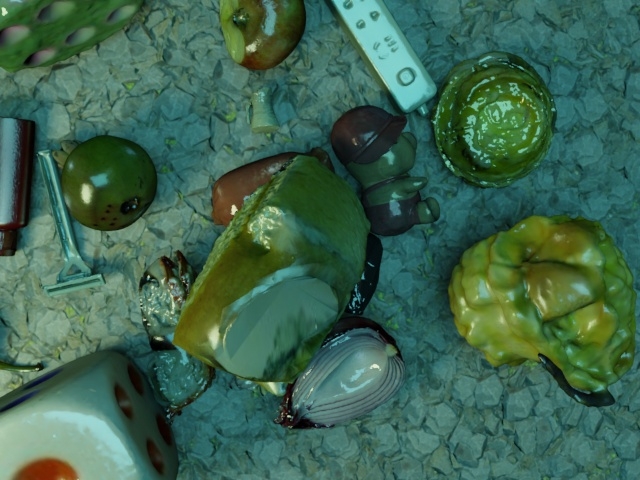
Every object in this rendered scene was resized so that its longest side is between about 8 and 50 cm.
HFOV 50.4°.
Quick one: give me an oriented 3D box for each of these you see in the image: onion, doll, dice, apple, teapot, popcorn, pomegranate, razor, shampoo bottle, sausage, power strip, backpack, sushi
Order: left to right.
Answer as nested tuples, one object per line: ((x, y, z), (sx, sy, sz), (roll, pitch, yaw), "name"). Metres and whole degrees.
((-0.600, -0.101, 1.284), (0.102, 0.064, 0.260), (6, 94, -8), "shampoo bottle")
((-0.495, -0.496, 1.138), (0.322, 0.318, 0.330), (-30, 96, -2), "dice")
((-0.499, -0.038, 1.311), (0.111, 0.056, 0.277), (-13, 88, -6), "razor")
((-0.451, 0.379, 1.214), (0.304, 0.304, 0.276), (-28, 95, -3), "dice")
((-0.401, -0.125, 1.254), (0.179, 0.179, 0.210), (-33, 85, -3), "pomegranate")
((-0.277, 0.186, 1.311), (0.130, 0.124, 0.331), (-10, 94, 5), "sushi")
((-0.116, -0.256, 1.333), (0.067, 0.057, 0.083), (-5, 89, 23), "teapot")
((-0.107, -0.416, 1.259), (0.160, 0.173, 0.195), (-11, 99, -3), "apple")
((-0.091, -0.091, 1.299), (0.255, 0.148, 0.148), (-18, 96, 1), "sausage")
((0.018, 0.260, 1.337), (0.284, 0.120, 0.227), (-32, 121, -4), "onion")
((0.062, 0.062, 1.347), (0.120, 0.106, 0.165), (26, 74, 14), "backpack")
((0.106, -0.409, 1.337), (0.091, 0.062, 0.385), (-34, 96, 0), "power strip")
((0.124, -0.139, 1.297), (0.152, 0.196, 0.255), (-33, 101, -39), "doll")
((0.427, 0.130, 1.267), (0.349, 0.349, 0.381), (-15, 59, -5), "popcorn")

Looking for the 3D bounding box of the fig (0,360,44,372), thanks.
((-0.650, 0.215, 1.297), (0.236, 0.124, 0.124), (26, 91, -31), "fig")

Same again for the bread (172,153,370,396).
((-0.063, 0.064, 1.139), (0.239, 0.264, 0.395), (30, 98, -13), "bread")

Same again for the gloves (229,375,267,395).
((-0.145, 0.232, 1.342), (0.111, 0.094, 0.144), (-14, 115, 4), "gloves")

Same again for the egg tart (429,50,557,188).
((0.355, -0.242, 1.361), (0.279, 0.095, 0.278), (0, 93, -7), "egg tart")
